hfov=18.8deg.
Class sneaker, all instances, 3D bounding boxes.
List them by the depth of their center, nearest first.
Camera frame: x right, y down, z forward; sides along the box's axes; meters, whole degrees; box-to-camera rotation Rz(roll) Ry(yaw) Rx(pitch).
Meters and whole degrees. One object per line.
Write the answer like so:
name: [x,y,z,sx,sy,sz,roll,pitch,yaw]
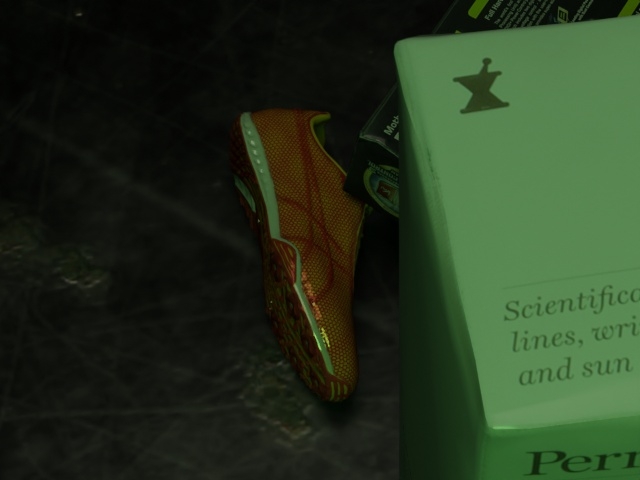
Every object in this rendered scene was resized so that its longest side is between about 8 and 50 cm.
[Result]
sneaker: [0.000,0.000,0.977,0.067,0.064,0.175,-6,59,-12]

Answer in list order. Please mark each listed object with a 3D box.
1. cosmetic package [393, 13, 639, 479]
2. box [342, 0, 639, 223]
cosmetic package: [0.141,0.087,0.717,0.217,0.385,0.156,-8,57,-1]
box: [0.172,-0.081,0.994,0.216,0.060,0.270,30,63,8]
